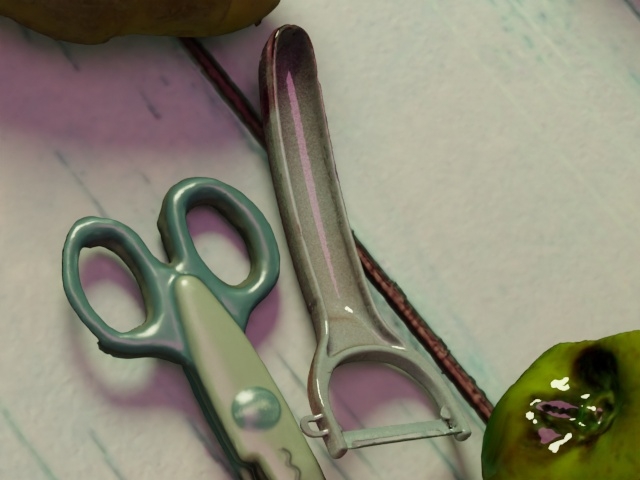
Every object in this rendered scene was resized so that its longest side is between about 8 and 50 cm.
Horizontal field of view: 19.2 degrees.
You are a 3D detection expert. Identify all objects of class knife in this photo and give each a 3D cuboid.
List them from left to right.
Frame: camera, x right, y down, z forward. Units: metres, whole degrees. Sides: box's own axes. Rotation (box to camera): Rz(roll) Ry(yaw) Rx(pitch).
[{"bbox_3d":[-0.001,0.000,1.157,0.123,0.053,0.278,0,66,-44],"label":"knife"}]

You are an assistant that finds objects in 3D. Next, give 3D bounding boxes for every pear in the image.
[{"bbox_3d":[0.229,0.137,1.070,0.255,0.238,0.164,11,74,-11],"label":"pear"}]

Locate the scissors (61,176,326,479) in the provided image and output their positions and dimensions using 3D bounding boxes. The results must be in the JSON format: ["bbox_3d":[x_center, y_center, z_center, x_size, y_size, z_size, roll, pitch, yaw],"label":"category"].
[{"bbox_3d":[-0.045,0.096,1.123,0.138,0.041,0.289,-22,76,-28],"label":"scissors"}]

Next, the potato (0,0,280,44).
[{"bbox_3d":[-0.148,-0.219,1.147,0.296,0.141,0.192,21,110,-18],"label":"potato"}]
